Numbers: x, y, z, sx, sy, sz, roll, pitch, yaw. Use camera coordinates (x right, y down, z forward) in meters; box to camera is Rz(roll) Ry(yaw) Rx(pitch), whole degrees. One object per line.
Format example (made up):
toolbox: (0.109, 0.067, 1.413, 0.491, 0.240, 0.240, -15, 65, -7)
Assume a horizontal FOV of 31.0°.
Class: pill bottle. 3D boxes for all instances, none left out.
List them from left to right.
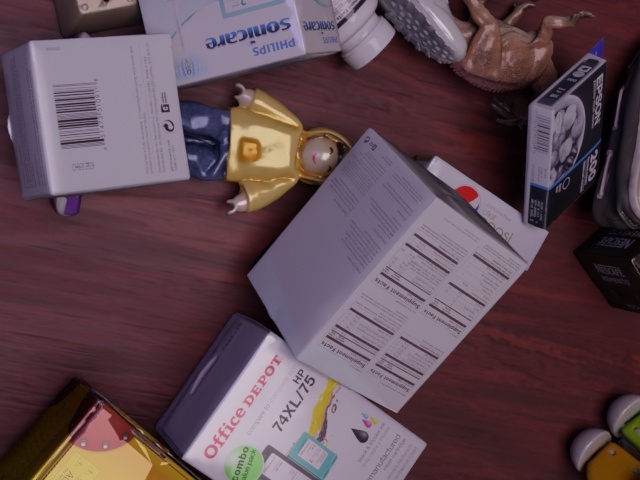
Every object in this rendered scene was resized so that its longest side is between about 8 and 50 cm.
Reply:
pill bottle: (0.009, -0.327, 1.558, 0.193, 0.108, 0.108, 45, 81, -16)

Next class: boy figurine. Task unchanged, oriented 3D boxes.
boy figurine: (-0.089, -0.117, 1.555, 0.285, 0.092, 0.177, 10, 89, -15)

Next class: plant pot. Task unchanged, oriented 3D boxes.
plant pot: (-0.284, -0.325, 1.471, 0.109, 0.096, 0.109, -14, 99, -17)

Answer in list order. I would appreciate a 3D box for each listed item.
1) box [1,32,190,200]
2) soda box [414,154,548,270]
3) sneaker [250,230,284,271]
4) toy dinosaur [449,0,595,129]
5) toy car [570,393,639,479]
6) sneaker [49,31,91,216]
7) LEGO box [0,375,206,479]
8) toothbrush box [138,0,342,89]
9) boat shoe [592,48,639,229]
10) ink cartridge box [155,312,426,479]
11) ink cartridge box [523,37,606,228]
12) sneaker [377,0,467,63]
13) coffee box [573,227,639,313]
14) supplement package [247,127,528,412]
box: (-0.270, -0.148, 1.384, 0.181, 0.119, 0.181, -10, 95, -32)
soda box: (0.218, -0.041, 1.666, 0.216, 0.074, 0.069, 32, 85, -18)
sneaker: (0.000, 0.000, 1.603, 0.209, 0.069, 0.082, -39, 107, -11)
toy dinosaur: (0.256, -0.253, 1.642, 0.295, 0.127, 0.200, 16, 96, -13)
toy car: (0.486, 0.339, 1.760, 0.182, 0.159, 0.136, -41, 139, -11)
sneaker: (-0.291, -0.144, 1.490, 0.104, 0.095, 0.236, 11, 90, -26)
LEGO box: (-0.313, 0.483, 1.427, 0.372, 0.193, 0.500, 44, 77, -18)
toothbrush box: (-0.118, -0.355, 1.445, 0.216, 0.126, 0.296, -8, 98, 25)
boat shoe: (0.470, -0.170, 1.718, 0.112, 0.095, 0.335, 32, 62, -33)
ink cartridge box: (-0.045, 0.259, 1.540, 0.270, 0.197, 0.198, 37, 83, -17)
ink cartridge box: (0.360, -0.151, 1.630, 0.208, 0.045, 0.206, -42, 141, -35)
sneaker: (0.130, -0.346, 1.581, 0.095, 0.090, 0.235, -38, 84, -19)
coffee box: (0.553, -0.024, 1.727, 0.297, 0.168, 0.119, -39, 105, -12)
supplement package: (0.083, 0.040, 1.499, 0.198, 0.199, 0.263, 32, 103, -36)
